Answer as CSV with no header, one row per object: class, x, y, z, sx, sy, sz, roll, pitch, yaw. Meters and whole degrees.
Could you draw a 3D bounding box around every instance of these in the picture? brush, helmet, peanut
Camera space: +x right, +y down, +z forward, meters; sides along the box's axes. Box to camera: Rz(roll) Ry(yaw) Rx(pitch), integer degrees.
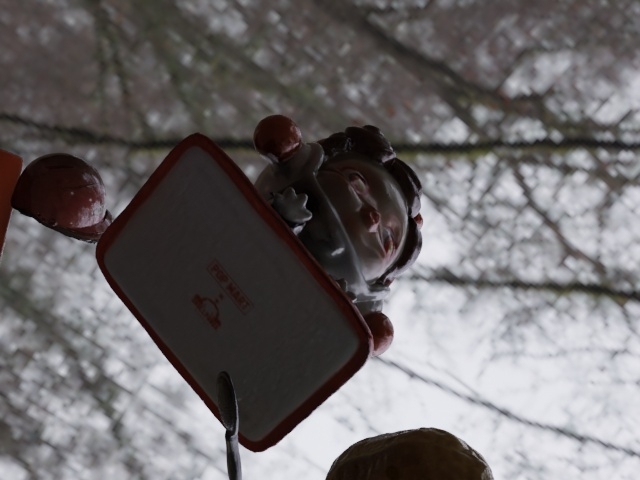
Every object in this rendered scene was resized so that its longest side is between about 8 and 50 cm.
brush,-0.049,0.105,0.864,0.008,0.083,0.024,-19,-141,-22
helmet,-0.188,-0.038,1.185,0.065,0.084,0.049,-51,163,-63
peanut,0.082,0.243,1.492,0.224,0.129,0.129,-34,-149,58

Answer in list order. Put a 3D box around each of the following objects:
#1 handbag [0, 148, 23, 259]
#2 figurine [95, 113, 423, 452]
handbag,-0.305,0.009,1.186,0.063,0.127,0.190,1,-104,40
figurine,0.000,0.000,1.098,0.226,0.183,0.160,-32,170,-49
